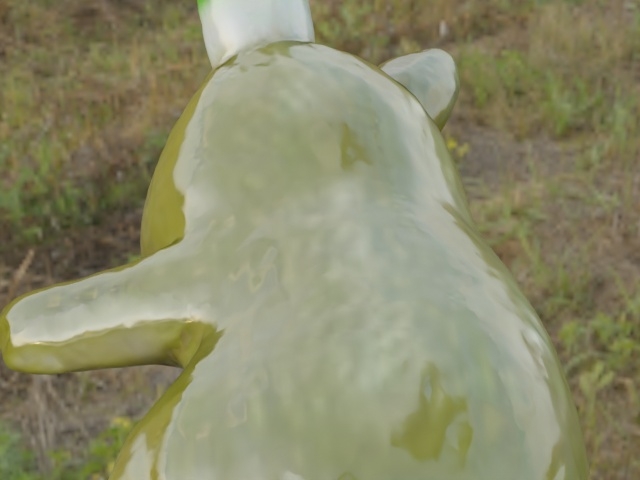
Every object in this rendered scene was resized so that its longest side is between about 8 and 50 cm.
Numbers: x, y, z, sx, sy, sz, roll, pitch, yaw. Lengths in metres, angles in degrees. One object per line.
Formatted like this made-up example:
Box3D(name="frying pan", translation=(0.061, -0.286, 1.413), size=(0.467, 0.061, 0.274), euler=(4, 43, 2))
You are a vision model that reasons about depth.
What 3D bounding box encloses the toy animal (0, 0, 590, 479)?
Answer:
Box3D(name="toy animal", translation=(-0.012, 0.015, 0.573), size=(0.180, 0.181, 0.363), euler=(-37, 46, 23))
